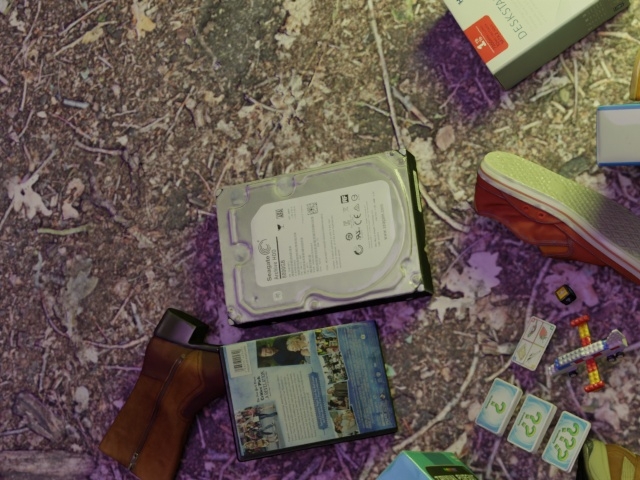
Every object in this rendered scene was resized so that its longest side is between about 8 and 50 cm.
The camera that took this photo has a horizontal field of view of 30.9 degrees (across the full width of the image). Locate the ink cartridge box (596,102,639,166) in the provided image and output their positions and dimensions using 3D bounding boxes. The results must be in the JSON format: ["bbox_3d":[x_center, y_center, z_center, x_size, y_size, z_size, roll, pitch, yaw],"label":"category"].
[{"bbox_3d":[0.471,-0.151,1.613,0.148,0.203,0.086,-1,97,21],"label":"ink cartridge box"}]

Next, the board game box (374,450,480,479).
[{"bbox_3d":[0.241,0.431,1.581,0.336,0.254,0.079,44,97,22],"label":"board game box"}]

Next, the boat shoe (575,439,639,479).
[{"bbox_3d":[0.408,0.384,1.520,0.119,0.324,0.123,4,125,5],"label":"boat shoe"}]

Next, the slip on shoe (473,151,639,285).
[{"bbox_3d":[0.369,-0.015,1.700,0.331,0.123,0.101,30,125,19],"label":"slip on shoe"}]

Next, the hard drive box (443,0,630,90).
[{"bbox_3d":[0.326,-0.375,1.783,0.232,0.089,0.181,-36,69,13],"label":"hard drive box"}]

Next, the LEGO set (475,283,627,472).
[{"bbox_3d":[0.331,0.184,1.662,0.182,0.060,0.244,24,86,49],"label":"LEGO set"}]

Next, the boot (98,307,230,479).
[{"bbox_3d":[-0.210,0.288,1.880,0.264,0.096,0.280,27,95,16],"label":"boot"}]

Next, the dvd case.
[{"bbox_3d":[-0.020,0.231,1.789,0.253,0.022,0.180,-9,76,-8],"label":"dvd case"}]

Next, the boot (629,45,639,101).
[{"bbox_3d":[0.576,-0.284,1.622,0.211,0.104,0.295,24,67,20],"label":"boot"}]

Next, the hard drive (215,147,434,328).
[{"bbox_3d":[0.000,0.000,1.862,0.338,0.064,0.237,-11,76,21],"label":"hard drive"}]
